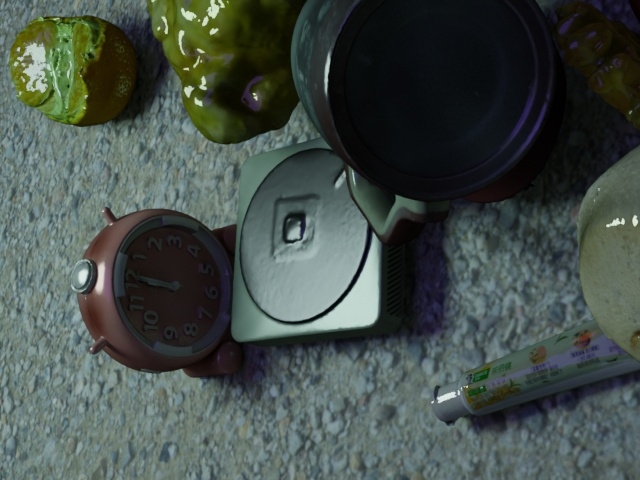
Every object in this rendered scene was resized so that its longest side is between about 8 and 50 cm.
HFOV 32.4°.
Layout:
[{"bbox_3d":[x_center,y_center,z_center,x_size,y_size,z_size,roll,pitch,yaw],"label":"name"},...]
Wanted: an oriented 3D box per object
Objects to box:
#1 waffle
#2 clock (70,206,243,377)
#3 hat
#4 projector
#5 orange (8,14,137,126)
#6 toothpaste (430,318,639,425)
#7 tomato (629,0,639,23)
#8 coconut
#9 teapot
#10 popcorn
[{"bbox_3d":[0.299,-0.162,1.069,0.055,0.211,0.160,-47,50,24],"label":"waffle"},{"bbox_3d":[-0.233,0.070,1.507,0.142,0.241,0.227,-13,70,45],"label":"clock"},{"bbox_3d":[0.208,-0.140,1.240,0.205,0.089,0.205,-14,71,48],"label":"hat"},{"bbox_3d":[0.000,0.000,1.409,0.259,0.079,0.257,-11,71,42],"label":"projector"},{"bbox_3d":[-0.393,-0.277,1.818,0.237,0.158,0.179,8,90,42],"label":"orange"},{"bbox_3d":[0.250,0.127,1.152,0.314,0.058,0.056,-26,18,33],"label":"toothpaste"},{"bbox_3d":[0.385,-0.266,1.068,0.200,0.140,0.233,-52,49,29],"label":"tomato"},{"bbox_3d":[0.363,-0.005,0.955,0.237,0.266,0.237,43,150,33],"label":"coconut"},{"bbox_3d":[0.079,-0.151,1.170,0.312,0.233,0.315,-129,37,-68],"label":"teapot"},{"bbox_3d":[-0.096,-0.316,1.443,0.294,0.292,0.334,17,120,11],"label":"popcorn"}]
